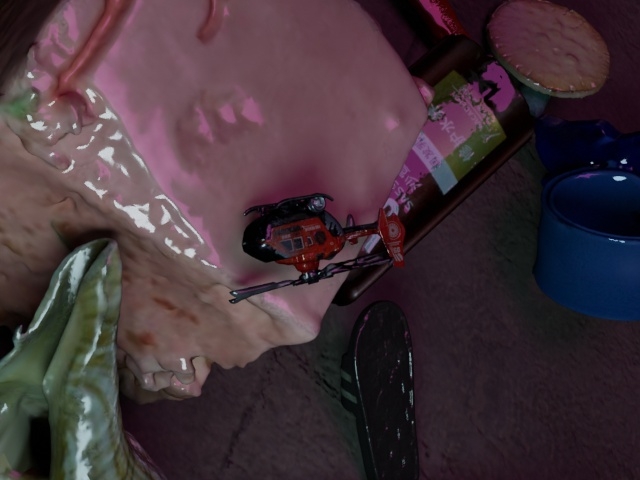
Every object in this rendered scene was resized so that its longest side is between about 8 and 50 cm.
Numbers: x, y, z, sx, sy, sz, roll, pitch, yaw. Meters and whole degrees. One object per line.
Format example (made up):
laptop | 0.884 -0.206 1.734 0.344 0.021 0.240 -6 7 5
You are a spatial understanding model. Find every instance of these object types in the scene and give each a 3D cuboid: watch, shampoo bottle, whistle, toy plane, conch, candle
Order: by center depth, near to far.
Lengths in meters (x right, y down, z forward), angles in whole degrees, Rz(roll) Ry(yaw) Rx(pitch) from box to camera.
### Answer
toy plane | 0.000 0.000 1.043 0.145 0.037 0.060 -9 88 -38
conch | -0.171 0.188 1.092 0.169 0.203 0.386 8 91 -75
shampoo bottle | 0.044 -0.043 1.413 0.323 0.084 0.129 -40 97 -23
watch | 0.300 -0.016 1.655 0.200 0.196 0.171 -51 138 -52
candle | 0.131 -0.227 1.689 0.162 0.048 0.053 53 27 -12
whistle | 0.250 -0.188 1.793 0.039 0.039 0.186 47 46 -18

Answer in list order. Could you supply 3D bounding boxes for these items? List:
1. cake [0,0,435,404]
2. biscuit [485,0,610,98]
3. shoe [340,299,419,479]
cake | -0.130 -0.065 1.173 0.314 0.306 0.293 40 54 -24
biscuit | 0.252 -0.214 1.775 0.152 0.020 0.152 10 50 -12
shoe | 0.045 0.143 1.440 0.071 0.049 0.179 -13 100 -41
